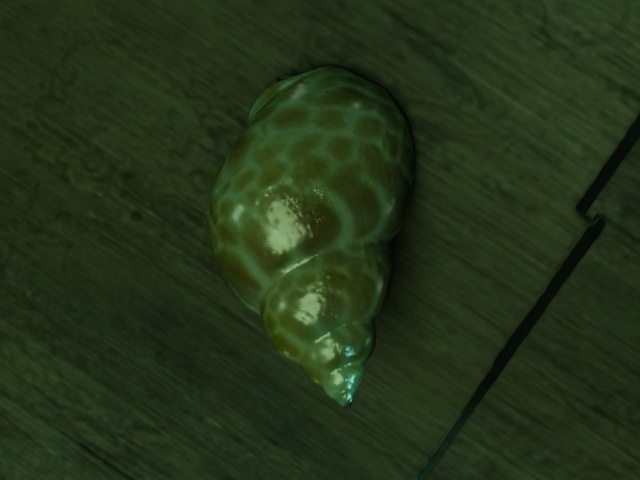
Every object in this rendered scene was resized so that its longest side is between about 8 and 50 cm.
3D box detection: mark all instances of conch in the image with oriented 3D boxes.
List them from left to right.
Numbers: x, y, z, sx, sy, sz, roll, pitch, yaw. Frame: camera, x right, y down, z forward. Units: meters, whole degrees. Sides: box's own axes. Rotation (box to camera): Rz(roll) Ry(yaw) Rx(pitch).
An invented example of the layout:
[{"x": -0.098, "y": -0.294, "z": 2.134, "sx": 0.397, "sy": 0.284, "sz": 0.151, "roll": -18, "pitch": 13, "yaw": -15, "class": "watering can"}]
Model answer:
[{"x": -0.008, "y": -0.012, "z": 1.020, "sx": 0.116, "sy": 0.106, "sz": 0.173, "roll": 18, "pitch": 101, "yaw": -6, "class": "conch"}]
